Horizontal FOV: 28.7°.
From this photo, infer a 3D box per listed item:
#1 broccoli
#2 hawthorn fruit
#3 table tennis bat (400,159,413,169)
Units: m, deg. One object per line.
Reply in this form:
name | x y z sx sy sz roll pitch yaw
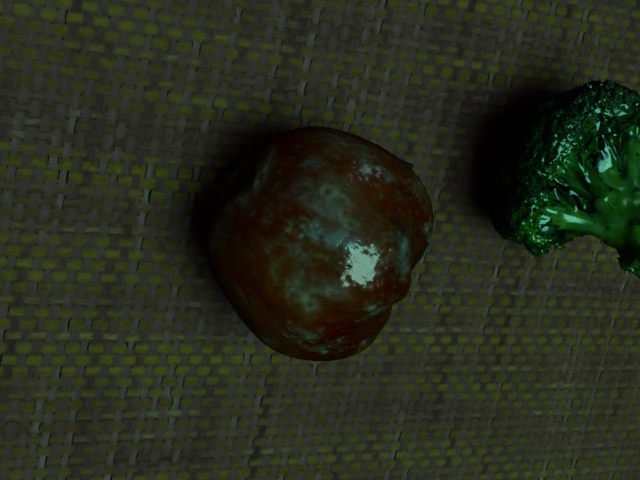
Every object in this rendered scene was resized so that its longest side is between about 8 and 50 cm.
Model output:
broccoli | 0.374 -0.067 1.726 0.297 0.297 0.297 -33 158 -15
hawthorn fruit | 0.000 0.000 1.545 0.284 0.284 0.284 -11 114 -27
table tennis bat | 0.059 -0.005 1.712 0.150 0.027 0.236 23 98 -35
